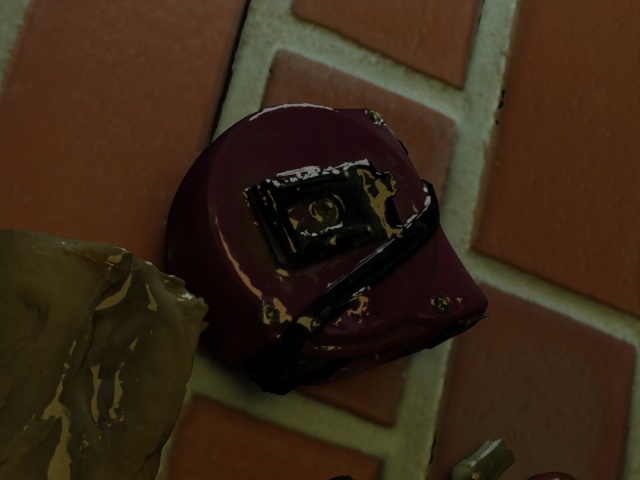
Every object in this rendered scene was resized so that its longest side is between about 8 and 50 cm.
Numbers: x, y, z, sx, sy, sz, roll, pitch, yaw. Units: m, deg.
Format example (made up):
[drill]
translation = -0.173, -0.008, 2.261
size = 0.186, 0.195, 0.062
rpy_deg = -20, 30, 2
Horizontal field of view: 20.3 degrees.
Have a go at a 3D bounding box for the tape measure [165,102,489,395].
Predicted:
[tape measure]
translation = 0.000, 0.000, 1.482
size = 0.245, 0.149, 0.231
rpy_deg = -20, 79, -31

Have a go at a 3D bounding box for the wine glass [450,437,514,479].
[wine glass]
translation = 0.131, 0.204, 1.525
size = 0.083, 0.039, 0.042
rpy_deg = -36, 84, -36

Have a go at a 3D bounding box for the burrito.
[burrito]
translation = -0.202, 0.162, 1.334
size = 0.190, 0.135, 0.332
rpy_deg = 24, 64, -22

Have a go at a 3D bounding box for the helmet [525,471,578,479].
[helmet]
translation = 0.200, 0.232, 1.536
size = 0.084, 0.049, 0.065
rpy_deg = -36, 88, -32

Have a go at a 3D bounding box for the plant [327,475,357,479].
[plant]
translation = 0.001, 0.253, 1.387
size = 0.194, 0.132, 0.129
rpy_deg = -2, 72, -21
